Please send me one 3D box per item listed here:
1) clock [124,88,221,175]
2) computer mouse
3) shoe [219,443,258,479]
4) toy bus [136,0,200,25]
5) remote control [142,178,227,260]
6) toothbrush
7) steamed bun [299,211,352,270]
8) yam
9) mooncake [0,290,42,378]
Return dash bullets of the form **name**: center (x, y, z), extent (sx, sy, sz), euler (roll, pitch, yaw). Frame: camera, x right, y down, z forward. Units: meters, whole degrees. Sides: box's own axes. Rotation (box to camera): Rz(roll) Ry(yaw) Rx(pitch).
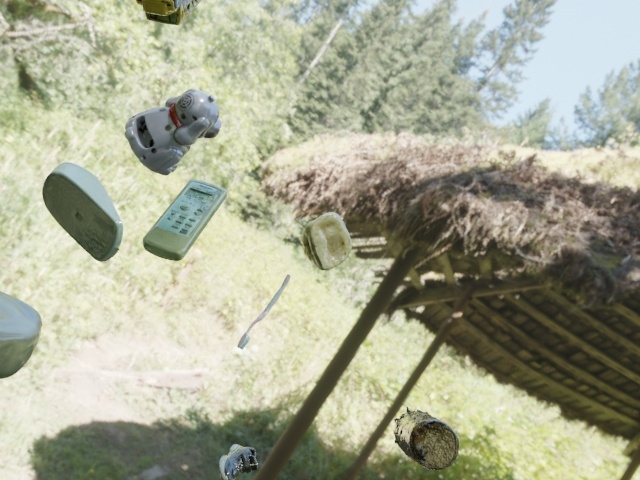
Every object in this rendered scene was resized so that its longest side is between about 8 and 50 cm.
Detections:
- **clock**: center (-0.381, -0.318, 1.521), extent (0.189, 0.254, 0.189), euler (54, 17, -25)
- **computer mouse**: center (-0.481, -0.064, 1.151), extent (0.231, 0.128, 0.079), euler (47, 32, 8)
- **shoe**: center (-0.223, 0.636, 1.587), extent (0.099, 0.071, 0.169), euler (-8, 6, 12)
- **toy bus**: center (-0.430, -0.709, 1.609), extent (0.121, 0.123, 0.336), euler (11, 38, -3)
- **remote control**: center (-0.299, -0.051, 1.239), extent (0.098, 0.233, 0.038), euler (18, -44, 8)
- **toothbrush**: center (-0.161, 0.205, 1.622), extent (0.021, 0.269, 0.027), euler (13, -34, 37)
- **steamed bun**: center (0.000, 0.000, 1.780), extent (0.155, 0.140, 0.172), euler (4, -64, 60)
- **yam**: center (0.252, 0.486, 1.370), extent (0.131, 0.131, 0.280), euler (36, -10, 8)
- **mooncake**: center (-0.731, 0.189, 1.168), extent (0.275, 0.135, 0.275), euler (28, 0, 0)
